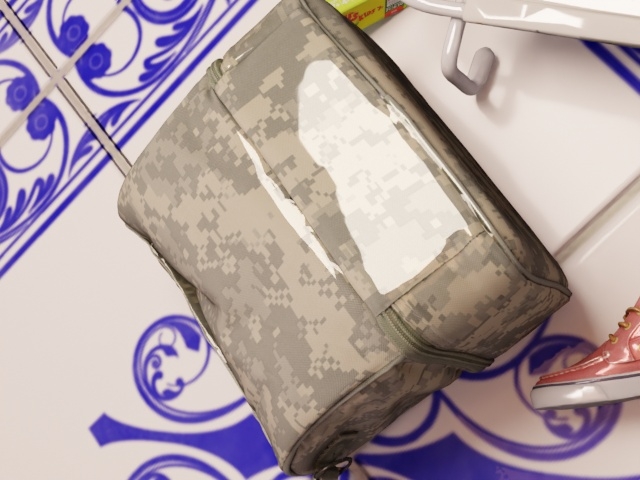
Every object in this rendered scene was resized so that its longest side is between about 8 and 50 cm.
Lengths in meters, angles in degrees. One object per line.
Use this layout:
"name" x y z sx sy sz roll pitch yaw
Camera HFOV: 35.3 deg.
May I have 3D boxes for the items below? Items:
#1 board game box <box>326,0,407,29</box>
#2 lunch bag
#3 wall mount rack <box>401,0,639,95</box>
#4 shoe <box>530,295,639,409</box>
"board game box" -0.007 -0.266 0.901 0.092 0.043 0.181 -29 69 -9
"lunch bag" 0.000 0.000 0.780 0.256 0.212 0.305 -40 67 13
"wall mount rack" 0.234 -0.246 0.769 0.350 0.130 0.304 16 92 25
"shoe" 0.239 0.074 0.746 0.178 0.063 0.081 -14 75 16
